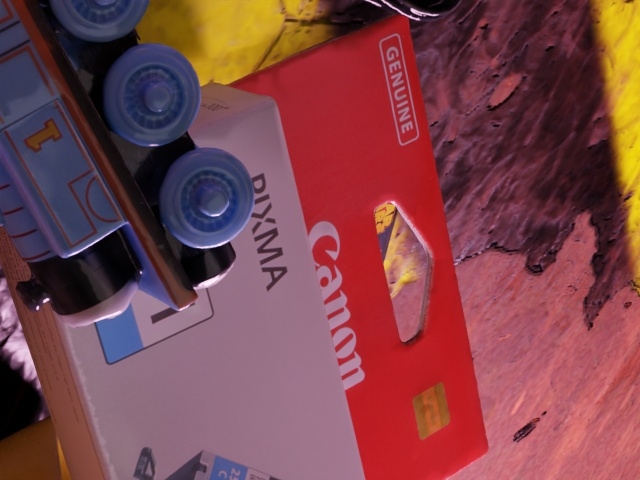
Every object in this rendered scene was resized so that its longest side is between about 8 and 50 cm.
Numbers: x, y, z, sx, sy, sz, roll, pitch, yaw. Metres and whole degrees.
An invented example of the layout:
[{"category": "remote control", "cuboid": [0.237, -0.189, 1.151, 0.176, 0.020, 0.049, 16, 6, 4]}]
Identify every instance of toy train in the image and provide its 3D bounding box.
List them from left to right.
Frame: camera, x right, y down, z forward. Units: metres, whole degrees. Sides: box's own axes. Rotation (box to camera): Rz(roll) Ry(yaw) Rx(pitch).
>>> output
[{"category": "toy train", "cuboid": [-0.104, -0.047, 0.626, 0.105, 0.080, 0.184, -32, 111, -16]}]

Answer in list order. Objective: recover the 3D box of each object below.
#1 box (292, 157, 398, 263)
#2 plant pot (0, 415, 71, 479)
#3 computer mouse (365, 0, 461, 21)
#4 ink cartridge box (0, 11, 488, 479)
[{"category": "box", "cuboid": [0.000, 0.000, 0.878, 0.094, 0.027, 0.137, -18, 136, -36]}, {"category": "plant pot", "cuboid": [-0.167, 0.168, 0.800, 0.095, 0.134, 0.134, -14, 139, -4]}, {"category": "computer mouse", "cuboid": [0.080, -0.215, 0.721, 0.184, 0.060, 0.262, 14, 114, -51]}, {"category": "ink cartridge box", "cuboid": [-0.013, 0.058, 0.793, 0.261, 0.066, 0.296, -26, 116, -26]}]
